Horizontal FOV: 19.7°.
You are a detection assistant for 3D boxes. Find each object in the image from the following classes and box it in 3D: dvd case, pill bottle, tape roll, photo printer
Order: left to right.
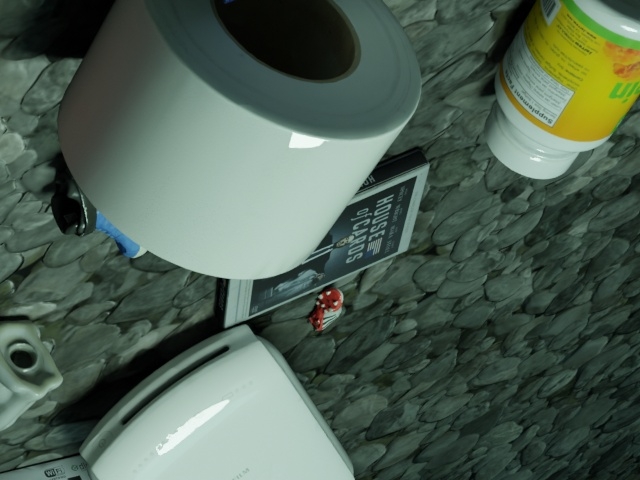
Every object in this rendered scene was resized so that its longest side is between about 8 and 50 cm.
[{"bbox_3d":[-0.117,0.246,2.086,0.256,0.107,0.307,-37,138,-7],"label":"photo printer"},{"bbox_3d":[-0.065,-0.114,1.452,0.246,0.246,0.169,-8,147,-41],"label":"tape roll"},{"bbox_3d":[0.000,0.000,1.985,0.239,0.029,0.179,-23,154,-19],"label":"dvd case"},{"bbox_3d":[0.257,-0.175,1.833,0.136,0.136,0.245,-15,150,-33],"label":"pill bottle"}]

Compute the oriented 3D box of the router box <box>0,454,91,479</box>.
[{"bbox_3d":[-0.358,0.378,2.195,0.335,0.082,0.301,-9,147,-40],"label":"router box"}]

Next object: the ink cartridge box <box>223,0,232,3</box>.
[{"bbox_3d":[0.047,-0.309,1.388,0.311,0.065,0.185,-32,158,-30],"label":"ink cartridge box"}]

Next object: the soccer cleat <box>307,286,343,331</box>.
[{"bbox_3d":[0.012,0.077,2.142,0.036,0.029,0.083,-26,159,-34],"label":"soccer cleat"}]

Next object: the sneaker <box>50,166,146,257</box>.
[{"bbox_3d":[-0.203,-0.025,1.667,0.085,0.058,0.152,-29,151,-21],"label":"sneaker"}]

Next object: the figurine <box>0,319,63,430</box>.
[{"bbox_3d":[-0.373,0.190,1.794,0.209,0.092,0.215,-47,172,38],"label":"figurine"}]
